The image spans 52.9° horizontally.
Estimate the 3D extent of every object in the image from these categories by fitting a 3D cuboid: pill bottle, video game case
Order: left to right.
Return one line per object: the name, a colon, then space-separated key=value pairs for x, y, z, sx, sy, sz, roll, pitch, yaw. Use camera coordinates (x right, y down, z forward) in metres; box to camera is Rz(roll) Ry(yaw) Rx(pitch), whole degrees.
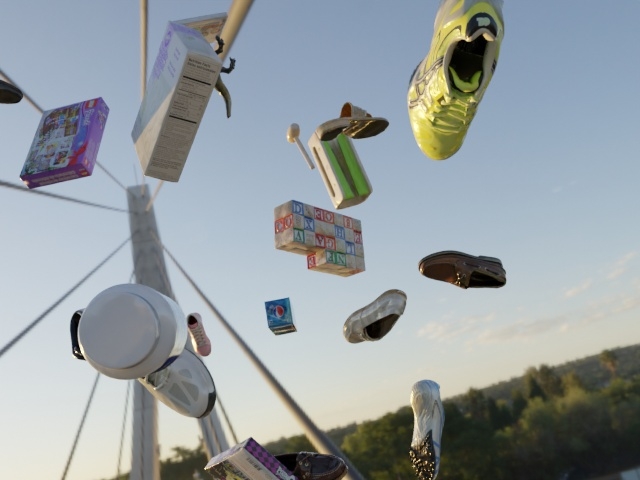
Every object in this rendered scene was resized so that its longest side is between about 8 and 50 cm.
pill bottle: x=-0.306 y=0.150 z=1.056 sx=0.152 sy=0.152 sz=0.272 roll=-12 pitch=-7 yaw=-7
video game case: x=-0.343 y=-0.574 z=1.772 sx=0.157 sy=0.019 sz=0.143 roll=-19 pitch=-5 yaw=-23
video game case: x=-0.134 y=0.568 z=1.491 sx=0.210 sy=0.232 sz=0.042 roll=-42 pitch=7 yaw=44

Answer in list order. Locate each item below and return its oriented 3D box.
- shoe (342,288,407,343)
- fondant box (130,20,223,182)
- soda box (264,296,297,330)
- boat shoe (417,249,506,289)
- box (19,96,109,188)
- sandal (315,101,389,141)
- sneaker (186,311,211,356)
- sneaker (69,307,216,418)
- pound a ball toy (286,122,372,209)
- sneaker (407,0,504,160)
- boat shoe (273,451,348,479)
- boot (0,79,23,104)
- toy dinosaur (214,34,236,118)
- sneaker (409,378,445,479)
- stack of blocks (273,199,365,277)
shoe: x=0.113 y=0.180 z=1.401 sx=0.076 sy=0.058 sz=0.219 roll=17 pitch=-40 yaw=-21
fondant box: x=-0.369 y=-0.348 z=1.610 sx=0.096 sy=0.238 sz=0.330 roll=12 pitch=-62 yaw=-32
soda box: x=-0.103 y=0.205 z=1.714 sx=0.067 sy=0.071 sz=0.210 roll=-10 pitch=-14 yaw=-1
boat shoe: x=0.496 y=0.109 z=2.230 sx=0.307 sy=0.104 sz=0.111 roll=0 pitch=-48 yaw=-3
box: x=-0.749 y=-0.291 z=1.897 sx=0.200 sy=0.293 sz=0.057 roll=-11 pitch=-40 yaw=11
sandal: x=0.068 y=-0.284 z=1.476 sx=0.240 sy=0.079 sz=0.088 roll=-15 pitch=-15 yaw=-48
sneaker: x=-0.355 y=0.270 z=1.851 sx=0.050 sy=0.134 sz=0.070 roll=-19 pitch=-12 yaw=0
sneaker: x=-0.497 y=0.332 z=1.699 sx=0.169 sy=0.447 sz=0.257 roll=-58 pitch=-19 yaw=13
pound a ball toy: x=0.020 y=-0.265 z=2.277 sx=0.208 sy=0.319 sz=0.136 roll=-17 pitch=-16 yaw=-23
sneaker: x=0.240 y=-0.287 z=1.197 sx=0.145 sy=0.147 sz=0.385 roll=6 pitch=-40 yaw=3
boat shoe: x=-0.037 y=0.521 z=1.473 sx=0.206 sy=0.073 sz=0.073 roll=-19 pitch=18 yaw=31
boot: x=-0.841 y=-0.346 z=1.590 sx=0.219 sy=0.106 sz=0.082 roll=0 pitch=-41 yaw=-45
toy dinosaur: x=-0.289 y=-0.470 z=1.725 sx=0.118 sy=0.268 sz=0.064 roll=-38 pitch=2 yaw=20
sneaker: x=0.261 y=0.450 z=1.524 sx=0.086 sy=0.237 sz=0.085 roll=7 pitch=-11 yaw=-38
stack of blocks: x=0.000 y=0.000 z=1.937 sx=0.297 sy=0.171 sz=0.087 roll=15 pitch=-26 yaw=-42
